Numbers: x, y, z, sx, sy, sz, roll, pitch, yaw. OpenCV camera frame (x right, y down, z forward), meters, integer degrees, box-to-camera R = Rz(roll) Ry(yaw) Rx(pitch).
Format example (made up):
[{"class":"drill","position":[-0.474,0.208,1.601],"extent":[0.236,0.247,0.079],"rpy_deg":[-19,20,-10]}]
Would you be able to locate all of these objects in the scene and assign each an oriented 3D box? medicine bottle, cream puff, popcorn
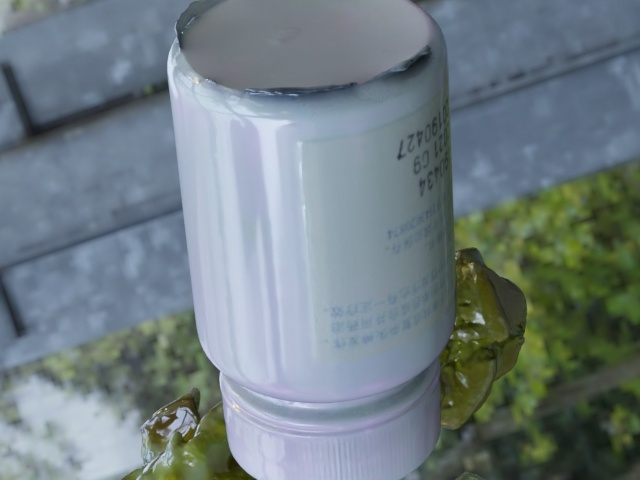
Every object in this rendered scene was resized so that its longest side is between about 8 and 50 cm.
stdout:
[{"class":"medicine bottle","position":[0.000,0.000,1.558],"extent":[0.213,0.213,0.378],"rpy_deg":[-91,-2,-59]},{"class":"cream puff","position":[0.085,0.081,1.831],"extent":[0.195,0.221,0.194],"rpy_deg":[174,90,-77]},{"class":"popcorn","position":[-0.082,0.271,1.769],"extent":[0.258,0.224,0.270],"rpy_deg":[73,175,-51]}]

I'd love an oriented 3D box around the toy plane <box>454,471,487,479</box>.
[{"class":"toy plane","position":[0.077,0.329,2.009],"extent":[0.244,0.229,0.092],"rpy_deg":[20,-170,-45]}]
